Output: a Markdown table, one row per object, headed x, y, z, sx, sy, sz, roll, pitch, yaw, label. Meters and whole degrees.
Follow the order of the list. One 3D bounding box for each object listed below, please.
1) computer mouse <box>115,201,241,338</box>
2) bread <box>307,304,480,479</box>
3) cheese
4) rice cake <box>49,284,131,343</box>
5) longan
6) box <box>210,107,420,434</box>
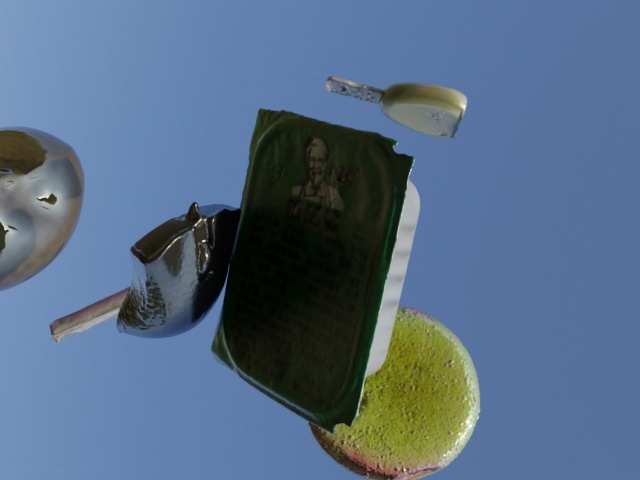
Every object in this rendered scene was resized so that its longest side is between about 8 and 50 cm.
| x | y | z | sx | sy | sz | roll | pitch | yaw | label |
| --- | --- | --- | --- | --- | --- | --- | --- | --- | --- |
| -0.165 | 0.052 | 1.089 | 0.088 | 0.147 | 0.264 | 46 | -36 | 20 | computer mouse |
| 0.088 | 0.189 | 1.114 | 0.228 | 0.033 | 0.229 | 0 | -106 | 1 | bread |
| 0.100 | -0.189 | 1.202 | 0.192 | 0.097 | 0.038 | 15 | -114 | 1 | cheese |
| -0.437 | 0.138 | 1.840 | 0.269 | 0.055 | 0.049 | -26 | -101 | -12 | rice cake |
| -0.564 | -0.051 | 1.535 | 0.288 | 0.289 | 0.350 | 14 | -135 | 39 | longan |
| 0.009 | 0.030 | 1.049 | 0.264 | 0.106 | 0.337 | 22 | -77 | 44 | box |
